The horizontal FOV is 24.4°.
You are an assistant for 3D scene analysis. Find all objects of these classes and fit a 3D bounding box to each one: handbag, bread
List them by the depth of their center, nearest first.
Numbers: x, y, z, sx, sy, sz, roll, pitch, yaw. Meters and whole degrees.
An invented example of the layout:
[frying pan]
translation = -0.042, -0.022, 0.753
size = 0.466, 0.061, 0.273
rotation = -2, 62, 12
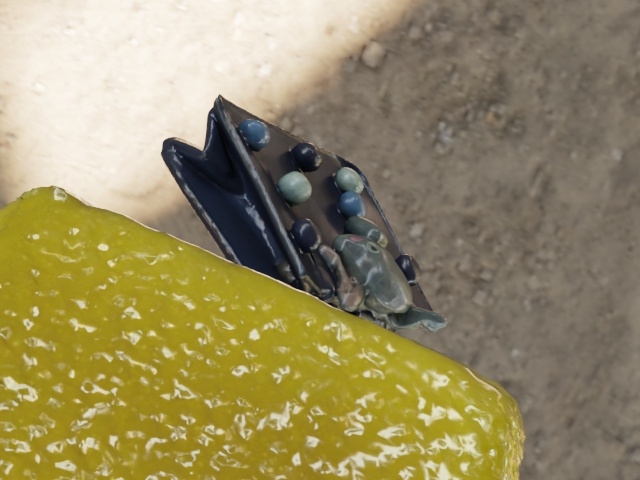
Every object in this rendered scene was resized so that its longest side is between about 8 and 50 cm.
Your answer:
[bread]
translation = -0.078, 0.153, 0.714
size = 0.333, 0.323, 0.143
rotation = -61, 175, -49
[handbag]
translation = 0.000, 0.000, 1.512
size = 0.118, 0.269, 0.325
rotation = -38, 157, 16
